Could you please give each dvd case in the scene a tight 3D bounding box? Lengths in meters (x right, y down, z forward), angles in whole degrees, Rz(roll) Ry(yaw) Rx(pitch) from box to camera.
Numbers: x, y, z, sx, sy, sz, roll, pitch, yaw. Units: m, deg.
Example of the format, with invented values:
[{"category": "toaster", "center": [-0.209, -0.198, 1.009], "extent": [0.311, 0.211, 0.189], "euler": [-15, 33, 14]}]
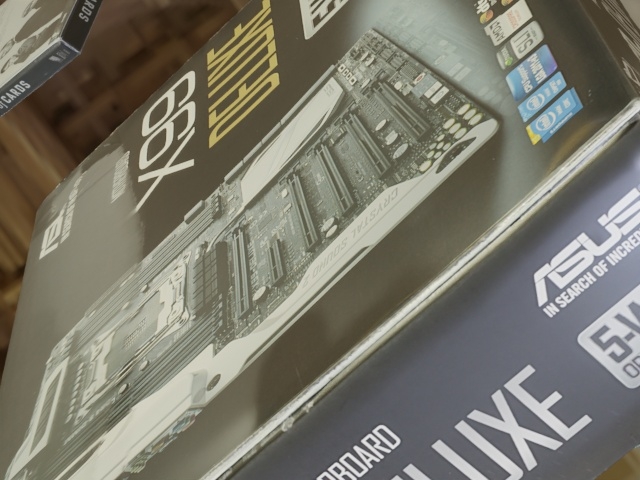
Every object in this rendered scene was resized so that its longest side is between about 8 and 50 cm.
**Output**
[{"category": "dvd case", "center": [-0.272, -0.189, 1.547], "extent": [0.029, 0.238, 0.179], "euler": [36, -132, -25]}]

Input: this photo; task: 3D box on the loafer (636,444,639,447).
[{"category": "loafer", "center": [0.170, 0.062, 0.922], "extent": [0.096, 0.267, 0.084], "euler": [58, -179, 41]}]

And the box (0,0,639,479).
[{"category": "box", "center": [0.000, 0.000, 0.543], "extent": [0.076, 0.242, 0.307], "euler": [42, -162, -21]}]
